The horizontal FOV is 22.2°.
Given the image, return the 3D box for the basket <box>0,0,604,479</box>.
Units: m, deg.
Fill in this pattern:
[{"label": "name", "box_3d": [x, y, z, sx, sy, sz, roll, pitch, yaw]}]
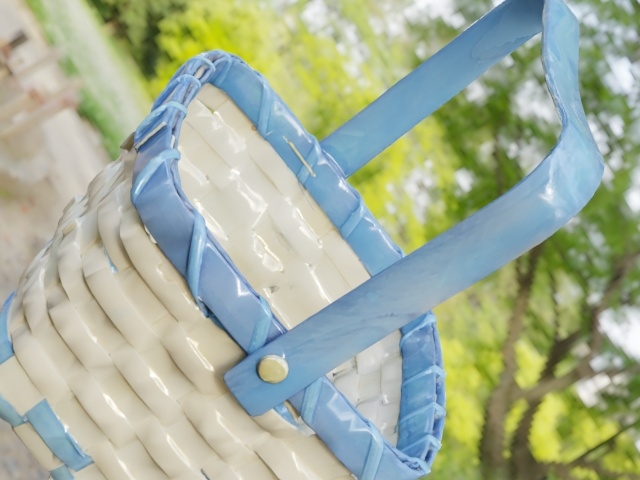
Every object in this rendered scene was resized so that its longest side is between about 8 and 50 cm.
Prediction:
[{"label": "basket", "box_3d": [0.000, 0.000, 0.755, 0.201, 0.289, 0.255, 47, 21, -12]}]
